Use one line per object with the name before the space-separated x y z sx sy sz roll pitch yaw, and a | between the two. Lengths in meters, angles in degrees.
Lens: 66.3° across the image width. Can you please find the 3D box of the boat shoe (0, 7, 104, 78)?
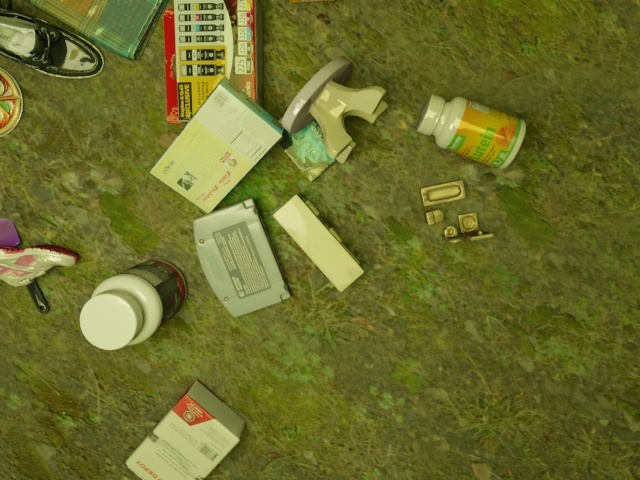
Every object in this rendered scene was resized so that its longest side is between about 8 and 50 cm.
boat shoe | -0.724 -0.496 1.221 0.339 0.113 0.127 20 101 -26

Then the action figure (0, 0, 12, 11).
action figure | -0.901 -0.576 1.264 0.275 0.141 0.164 15 89 -26

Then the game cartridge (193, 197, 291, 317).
game cartridge | -0.223 0.052 1.339 0.197 0.062 0.298 -18 104 7

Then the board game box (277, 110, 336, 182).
board game box | -0.039 -0.268 1.324 0.126 0.026 0.186 -42 94 6

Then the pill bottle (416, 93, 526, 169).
pill bottle | 0.378 -0.284 1.252 0.245 0.136 0.137 20 97 -1

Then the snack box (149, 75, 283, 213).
snack box | -0.263 -0.227 1.233 0.187 0.060 0.322 37 121 -22

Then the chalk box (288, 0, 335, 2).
chalk box | -0.023 -0.724 1.215 0.132 0.132 0.213 0 97 1

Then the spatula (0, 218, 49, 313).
spatula | -0.850 0.077 1.389 0.084 0.030 0.297 -28 96 -7

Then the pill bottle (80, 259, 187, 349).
pill bottle | -0.468 0.160 1.242 0.176 0.318 0.177 0 98 2

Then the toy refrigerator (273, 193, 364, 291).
toy refrigerator | 0.000 0.000 1.317 0.094 0.102 0.269 -42 93 6

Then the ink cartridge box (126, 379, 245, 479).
ink cartridge box | -0.379 0.573 1.392 0.197 0.114 0.273 42 96 -4

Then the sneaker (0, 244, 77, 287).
sneaker | -0.798 0.071 1.341 0.251 0.103 0.112 -1 95 -7

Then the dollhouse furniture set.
dollhouse furniture set | 0.352 -0.076 1.285 0.143 0.123 0.152 -11 96 3

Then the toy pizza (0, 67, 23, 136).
toy pizza | -0.915 -0.380 1.336 0.201 0.032 0.202 0 97 2

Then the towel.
towel | -0.589 -0.677 1.286 0.369 0.040 0.272 29 96 -2

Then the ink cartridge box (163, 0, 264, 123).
ink cartridge box | -0.288 -0.456 1.257 0.271 0.130 0.310 0 97 3

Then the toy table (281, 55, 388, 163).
toy table | 0.047 -0.320 1.203 0.160 0.252 0.274 39 66 4
